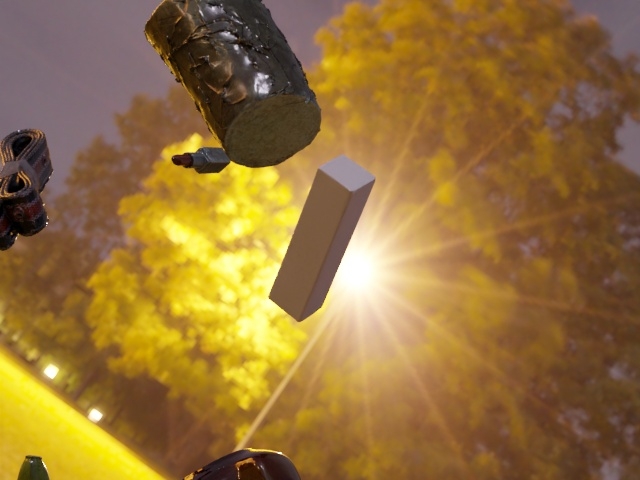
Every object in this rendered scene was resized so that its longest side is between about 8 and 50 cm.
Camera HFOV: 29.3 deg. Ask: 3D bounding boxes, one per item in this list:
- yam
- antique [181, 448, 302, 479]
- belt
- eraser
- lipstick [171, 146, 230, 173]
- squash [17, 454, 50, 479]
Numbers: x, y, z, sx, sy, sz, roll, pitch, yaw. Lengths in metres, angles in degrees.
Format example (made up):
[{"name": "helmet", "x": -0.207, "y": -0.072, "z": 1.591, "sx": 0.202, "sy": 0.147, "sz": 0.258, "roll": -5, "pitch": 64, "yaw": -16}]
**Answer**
[{"name": "yam", "x": -0.157, "y": -0.309, "z": 2.211, "sx": 0.348, "sy": 0.241, "sz": 0.241, "roll": 57, "pitch": -2, "yaw": 27}, {"name": "antique", "x": -0.142, "y": 0.413, "z": 1.844, "sx": 0.223, "sy": 0.278, "sz": 0.129, "roll": -1, "pitch": 53, "yaw": -51}, {"name": "belt", "x": -0.556, "y": -0.105, "z": 2.262, "sx": 0.359, "sy": 0.126, "sz": 0.094, "roll": -99, "pitch": 172, "yaw": -62}, {"name": "eraser", "x": 0.000, "y": 0.000, "z": 2.097, "sx": 0.078, "sy": 0.076, "sz": 0.298, "roll": 36, "pitch": -53, "yaw": 19}, {"name": "lipstick", "x": -0.177, "y": -0.115, "z": 1.757, "sx": 0.030, "sy": 0.030, "sz": 0.129, "roll": 56, "pitch": 24, "yaw": 13}, {"name": "squash", "x": -0.445, "y": 0.426, "z": 1.889, "sx": 0.066, "sy": 0.201, "sz": 0.066, "roll": 3, "pitch": 9, "yaw": 0}]
